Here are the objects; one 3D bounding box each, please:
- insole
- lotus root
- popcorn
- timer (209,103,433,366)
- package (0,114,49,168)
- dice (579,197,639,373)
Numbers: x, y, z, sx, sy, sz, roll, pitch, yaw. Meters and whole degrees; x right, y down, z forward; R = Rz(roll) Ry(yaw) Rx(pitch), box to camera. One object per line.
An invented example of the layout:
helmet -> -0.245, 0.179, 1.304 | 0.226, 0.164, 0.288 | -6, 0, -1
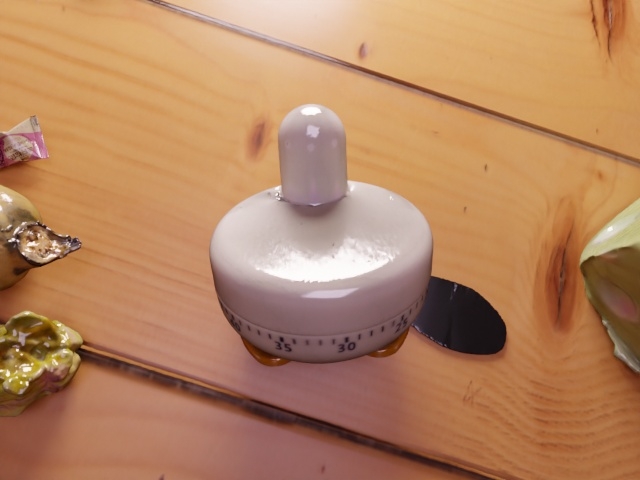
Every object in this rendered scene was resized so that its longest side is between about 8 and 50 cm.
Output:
insole -> 0.123, 0.077, 0.605 | 0.253, 0.005, 0.086 | 22, 74, 0
lotus root -> -0.385, -0.007, 0.518 | 0.220, 0.118, 0.125 | 16, 92, 1
popcorn -> -0.324, 0.132, 0.506 | 0.097, 0.089, 0.109 | 39, 78, 16
timer -> 0.000, 0.000, 0.487 | 0.233, 0.240, 0.234 | -2, 32, 1
package -> -0.390, -0.119, 0.589 | 0.083, 0.029, 0.059 | -17, 85, 1
dice -> 0.486, 0.039, 0.526 | 0.254, 0.250, 0.252 | -33, 81, -13
